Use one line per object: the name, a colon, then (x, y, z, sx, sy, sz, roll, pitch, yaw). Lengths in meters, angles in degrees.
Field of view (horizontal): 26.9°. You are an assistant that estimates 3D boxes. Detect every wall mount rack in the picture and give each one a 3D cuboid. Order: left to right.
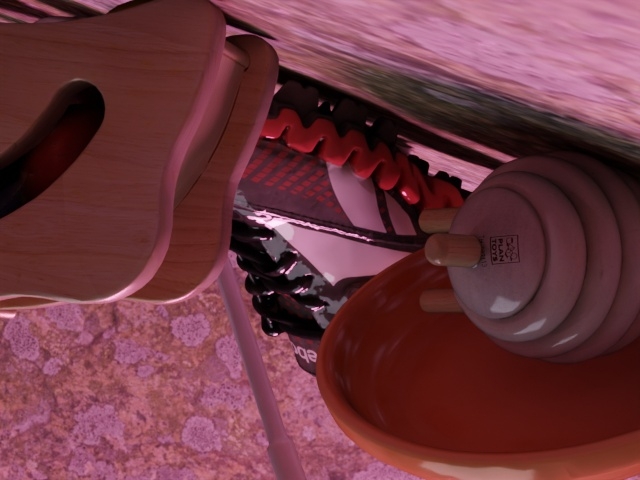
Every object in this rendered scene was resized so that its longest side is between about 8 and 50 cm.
wall mount rack: (-0.025, 0.032, 0.962, 0.350, 0.130, 0.304, -5, -149, -45)

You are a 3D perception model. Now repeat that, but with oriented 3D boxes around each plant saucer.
plant saucer: (0.098, 0.047, 0.576, 0.200, 0.037, 0.200, -12, -155, 6)

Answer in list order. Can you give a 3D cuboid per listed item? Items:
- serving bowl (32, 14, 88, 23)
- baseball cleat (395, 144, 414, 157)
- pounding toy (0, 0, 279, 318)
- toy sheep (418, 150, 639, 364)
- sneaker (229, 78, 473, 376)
serving bowl: (-0.109, -0.094, 0.667, 0.083, 0.027, 0.083, 18, -176, -1)
baseball cleat: (-0.013, -0.044, 0.858, 0.109, 0.072, 0.206, 18, -178, -32)
pounding toy: (-0.145, -0.046, 0.526, 0.270, 0.154, 0.155, -4, 176, 14)
toy sheep: (0.088, 0.007, 0.516, 0.132, 0.091, 0.091, -4, -164, -40)
sneaker: (0.000, 0.000, 0.680, 0.276, 0.135, 0.098, 24, 179, -44)
